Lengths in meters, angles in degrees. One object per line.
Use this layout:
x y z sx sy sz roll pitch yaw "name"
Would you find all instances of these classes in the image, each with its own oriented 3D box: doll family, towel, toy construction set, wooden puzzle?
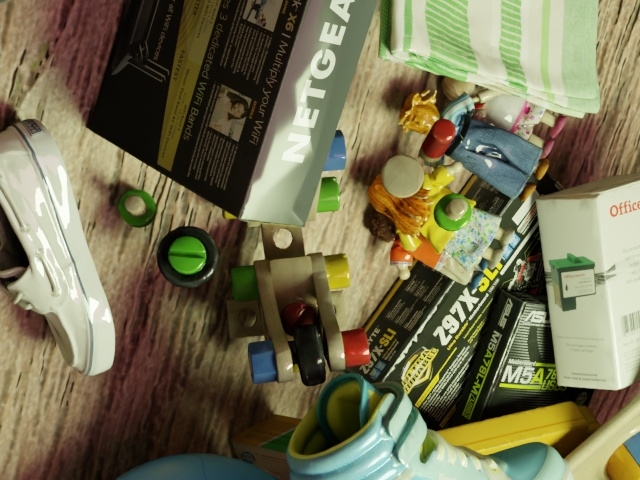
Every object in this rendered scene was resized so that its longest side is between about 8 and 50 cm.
0.144 -0.075 1.827 0.163 0.118 0.263 27 92 -3 "doll family"
0.182 -0.270 1.775 0.325 0.038 0.247 9 79 -44 "towel"
0.000 0.000 1.723 0.309 0.257 0.237 -32 175 -5 "toy construction set"
0.451 0.221 1.982 0.348 0.080 0.322 -40 145 18 "wooden puzzle"

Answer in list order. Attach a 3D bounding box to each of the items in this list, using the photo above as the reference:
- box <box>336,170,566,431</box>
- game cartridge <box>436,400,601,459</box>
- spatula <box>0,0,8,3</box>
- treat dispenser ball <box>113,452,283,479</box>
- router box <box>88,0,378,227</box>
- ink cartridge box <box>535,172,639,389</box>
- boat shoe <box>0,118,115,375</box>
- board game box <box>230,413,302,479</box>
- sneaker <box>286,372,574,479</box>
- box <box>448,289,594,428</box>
0.195 0.086 2.007 0.322 0.079 0.257 -54 133 -5 "box"
0.152 0.319 1.999 0.285 0.052 0.323 -9 142 -29 "game cartridge"
-0.273 -0.207 1.478 0.296 0.030 0.084 -28 125 -28 "spatula"
-0.121 0.353 1.716 0.288 0.288 0.288 -20 123 -33 "treat dispenser ball"
-0.068 -0.197 1.514 0.081 0.243 0.308 7 107 -43 "router box"
0.333 0.041 1.948 0.160 0.093 0.219 -15 100 -44 "ink cartridge box"
-0.258 0.018 1.575 0.084 0.095 0.258 -26 116 -24 "boat shoe"
0.042 0.347 1.823 0.064 0.242 0.316 -28 107 -30 "board game box"
0.105 0.203 1.643 0.319 0.127 0.208 -20 102 -36 "sneaker"
0.249 0.153 2.004 0.191 0.045 0.184 9 108 -44 "box"
